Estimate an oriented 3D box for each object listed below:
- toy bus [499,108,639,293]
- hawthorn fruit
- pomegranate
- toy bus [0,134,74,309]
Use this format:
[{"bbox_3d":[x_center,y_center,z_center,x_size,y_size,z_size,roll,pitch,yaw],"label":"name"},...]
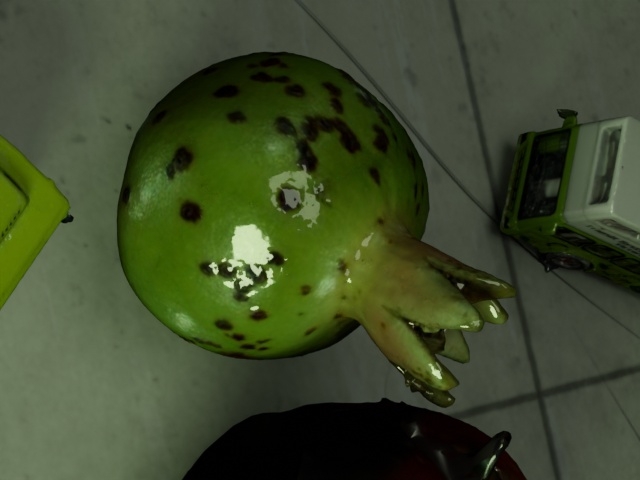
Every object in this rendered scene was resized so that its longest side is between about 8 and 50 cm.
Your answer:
[{"bbox_3d":[0.307,-0.008,1.421,0.301,0.139,0.113,22,72,-29],"label":"toy bus"},{"bbox_3d":[0.014,0.247,1.108,0.316,0.316,0.316,7,77,-31],"label":"hawthorn fruit"},{"bbox_3d":[0.002,-0.009,1.164,0.286,0.231,0.231,23,66,6],"label":"pomegranate"},{"bbox_3d":[-0.277,0.036,1.036,0.128,0.150,0.262,42,61,-21],"label":"toy bus"}]
